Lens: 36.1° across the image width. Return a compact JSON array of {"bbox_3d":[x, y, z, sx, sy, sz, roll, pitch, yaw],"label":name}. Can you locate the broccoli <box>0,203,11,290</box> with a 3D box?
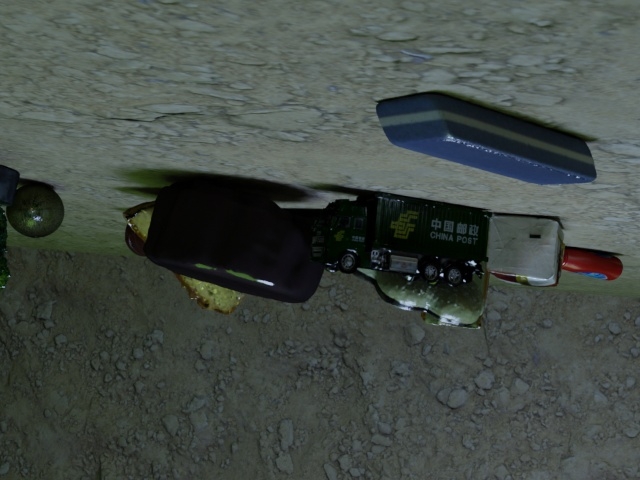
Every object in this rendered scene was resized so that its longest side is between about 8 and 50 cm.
[{"bbox_3d":[-0.559,0.003,1.357,0.297,0.298,0.297,10,-166,-36],"label":"broccoli"}]

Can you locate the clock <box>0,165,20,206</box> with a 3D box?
[{"bbox_3d":[-0.628,-0.101,1.583,0.280,0.056,0.280,6,175,1],"label":"clock"}]

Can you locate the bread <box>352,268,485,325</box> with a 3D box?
[{"bbox_3d":[0.138,0.038,1.596,0.207,0.056,0.286,7,-153,-30],"label":"bread"}]

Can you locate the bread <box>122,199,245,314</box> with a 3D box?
[{"bbox_3d":[-0.207,-0.002,1.714,0.129,0.134,0.260,-21,120,46],"label":"bread"}]

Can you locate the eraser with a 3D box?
[{"bbox_3d":[0.155,-0.088,0.898,0.225,0.036,0.082,10,173,-37],"label":"eraser"}]

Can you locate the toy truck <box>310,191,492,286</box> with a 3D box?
[{"bbox_3d":[0.117,0.000,1.445,0.259,0.121,0.088,8,176,-21],"label":"toy truck"}]

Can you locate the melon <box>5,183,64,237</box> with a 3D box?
[{"bbox_3d":[-0.507,-0.053,1.745,0.099,0.099,0.162,7,176,-9],"label":"melon"}]

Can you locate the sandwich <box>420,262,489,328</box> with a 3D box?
[{"bbox_3d":[0.247,0.071,1.773,0.117,0.187,0.144,6,169,12],"label":"sandwich"}]

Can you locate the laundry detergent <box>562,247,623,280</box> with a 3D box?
[{"bbox_3d":[0.489,0.039,1.869,0.165,0.049,0.097,12,176,-29],"label":"laundry detergent"}]

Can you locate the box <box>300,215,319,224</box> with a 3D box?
[{"bbox_3d":[0.000,0.000,1.833,0.288,0.073,0.290,0,173,35],"label":"box"}]

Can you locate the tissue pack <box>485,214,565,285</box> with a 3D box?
[{"bbox_3d":[0.320,0.019,1.532,0.106,0.099,0.148,5,175,18],"label":"tissue pack"}]

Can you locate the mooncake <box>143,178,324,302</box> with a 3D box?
[{"bbox_3d":[-0.126,0.003,1.514,0.282,0.141,0.283,17,172,3],"label":"mooncake"}]

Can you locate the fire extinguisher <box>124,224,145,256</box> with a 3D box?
[{"bbox_3d":[-0.273,-0.016,1.927,0.104,0.105,0.269,11,173,-41],"label":"fire extinguisher"}]
